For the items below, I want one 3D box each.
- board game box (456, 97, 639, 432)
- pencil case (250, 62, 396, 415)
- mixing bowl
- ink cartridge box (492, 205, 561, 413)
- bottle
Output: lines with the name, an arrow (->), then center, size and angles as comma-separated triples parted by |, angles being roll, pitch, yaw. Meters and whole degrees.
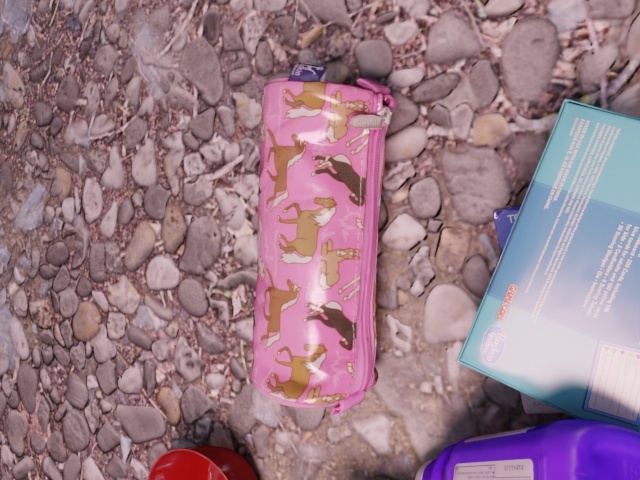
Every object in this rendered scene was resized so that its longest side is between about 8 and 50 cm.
board game box -> 0.323, 0.057, 0.397 | 0.336, 0.079, 0.254 | 23, 102, 23
pencil case -> 0.000, 0.000, 0.583 | 0.160, 0.167, 0.386 | 3, 93, -7
mixing bowl -> -0.156, 0.377, 0.705 | 0.181, 0.098, 0.181 | 1, 92, 28
ink cartridge box -> 0.300, 0.056, 0.481 | 0.223, 0.045, 0.224 | -12, 85, 28
bottle -> 0.179, 0.232, 0.449 | 0.118, 0.283, 0.092 | 18, 60, -9
